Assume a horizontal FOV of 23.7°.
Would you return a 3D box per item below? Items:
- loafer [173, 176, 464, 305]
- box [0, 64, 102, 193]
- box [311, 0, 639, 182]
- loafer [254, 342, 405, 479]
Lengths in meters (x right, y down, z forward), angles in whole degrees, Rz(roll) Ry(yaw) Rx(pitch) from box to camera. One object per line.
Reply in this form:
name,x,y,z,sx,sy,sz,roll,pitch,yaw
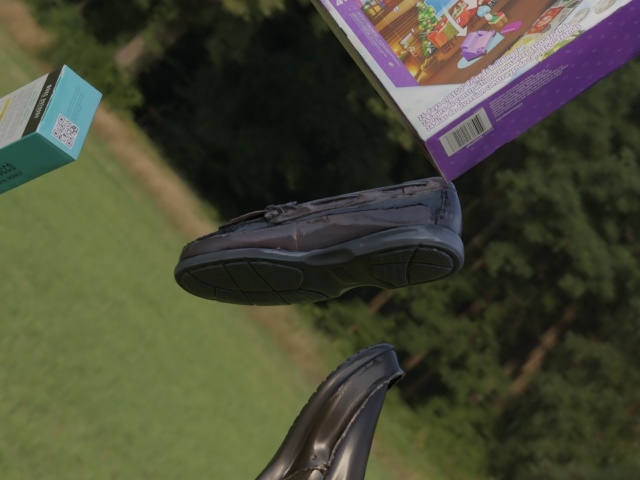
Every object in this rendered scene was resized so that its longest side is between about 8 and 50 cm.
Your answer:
loafer,0.000,0.000,1.533,0.109,0.302,0.095,55,34,-52
box,-0.363,-0.114,1.775,0.244,0.100,0.060,-18,-45,42
box,0.145,-0.194,0.967,0.201,0.293,0.057,58,2,35
loafer,0.004,0.179,1.187,0.078,0.220,0.080,35,-7,11
